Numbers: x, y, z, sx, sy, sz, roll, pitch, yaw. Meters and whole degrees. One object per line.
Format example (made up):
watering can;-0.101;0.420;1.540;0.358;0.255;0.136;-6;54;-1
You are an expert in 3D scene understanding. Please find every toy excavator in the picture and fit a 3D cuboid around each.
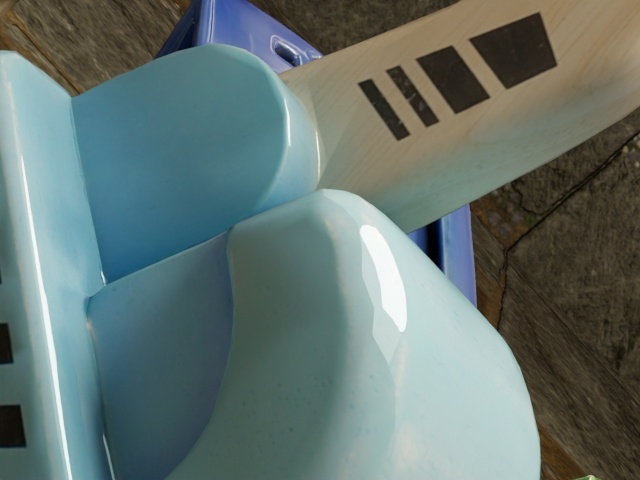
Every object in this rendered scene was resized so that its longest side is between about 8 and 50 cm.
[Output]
toy excavator;0.000;0.000;0.584;0.222;0.445;0.433;46;26;-58

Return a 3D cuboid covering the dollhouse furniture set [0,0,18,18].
dollhouse furniture set;-0.260;-0.073;0.844;0.286;0.198;0.303;47;14;-2

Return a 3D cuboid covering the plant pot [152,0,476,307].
plant pot;-0.038;0.032;0.990;0.212;0.236;0.236;26;36;-19

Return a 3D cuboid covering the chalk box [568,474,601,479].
chalk box;0.121;0.250;1.105;0.132;0.213;0.132;29;50;-50
